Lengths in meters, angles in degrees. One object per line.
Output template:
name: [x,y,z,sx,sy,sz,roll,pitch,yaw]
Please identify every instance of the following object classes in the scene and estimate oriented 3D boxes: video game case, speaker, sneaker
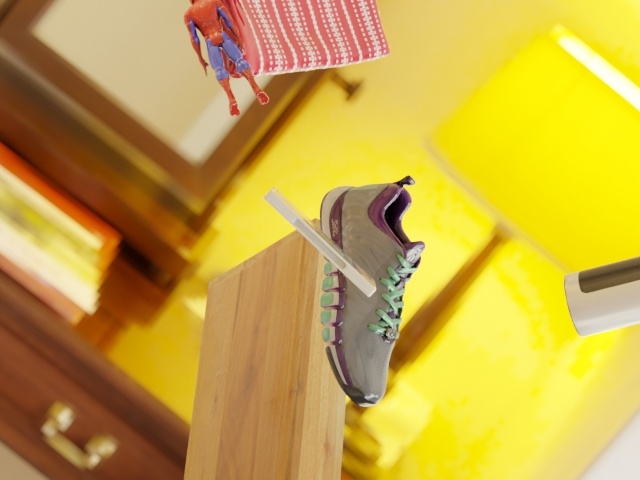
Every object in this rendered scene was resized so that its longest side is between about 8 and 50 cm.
video game case: [0.000,0.000,1.663,0.122,0.011,0.087,44,3,-2]
speaker: [0.271,0.037,1.583,0.055,0.136,0.055,-15,90,-72]
sneaker: [0.056,0.046,1.894,0.083,0.098,0.224,18,63,-56]

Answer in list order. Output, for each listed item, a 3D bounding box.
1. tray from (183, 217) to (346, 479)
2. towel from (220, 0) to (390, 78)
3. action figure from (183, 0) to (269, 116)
tray: [-0.063,0.193,2.183,0.076,0.203,0.411,28,50,-31]
towel: [-0.030,-0.259,1.854,0.275,0.031,0.199,-15,90,-56]
action figure: [-0.076,-0.146,1.477,0.030,0.038,0.115,65,-1,-65]
